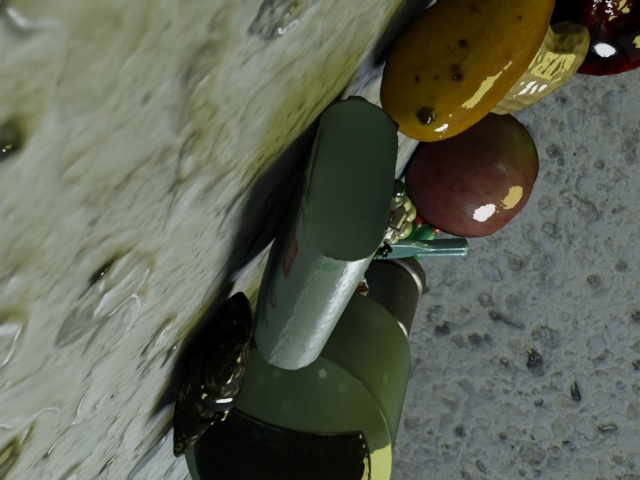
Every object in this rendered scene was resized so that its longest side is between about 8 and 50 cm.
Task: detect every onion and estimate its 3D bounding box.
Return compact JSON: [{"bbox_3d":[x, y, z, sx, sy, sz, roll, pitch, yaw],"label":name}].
[{"bbox_3d":[0.446,-0.386,1.312,0.273,0.273,0.285,-57,176,24],"label":"onion"}]

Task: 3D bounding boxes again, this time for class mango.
[{"bbox_3d":[0.143,-0.189,0.815,0.227,0.109,0.147,-51,-165,-16],"label":"mango"}]

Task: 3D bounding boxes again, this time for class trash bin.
[{"bbox_3d":[-0.013,0.241,1.233,0.280,0.280,0.432,-56,176,17],"label":"trash bin"}]

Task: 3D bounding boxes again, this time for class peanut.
[{"bbox_3d":[0.294,-0.263,1.264,0.232,0.110,0.197,4,148,-32],"label":"peanut"}]

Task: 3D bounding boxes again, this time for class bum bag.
[{"bbox_3d":[-0.120,0.157,0.930,0.248,0.069,0.102,116,-24,-48],"label":"bum bag"}]

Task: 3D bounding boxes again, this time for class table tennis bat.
[{"bbox_3d":[0.178,0.018,1.711,0.153,0.244,0.040,69,19,-78],"label":"table tennis bat"}]

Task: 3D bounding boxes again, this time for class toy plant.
[{"bbox_3d":[0.152,0.080,1.955,0.400,0.185,0.280,-71,178,-47],"label":"toy plant"}]

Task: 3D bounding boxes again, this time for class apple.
[{"bbox_3d":[0.313,-0.139,1.724,0.306,0.235,0.306,-54,174,-8],"label":"apple"}]

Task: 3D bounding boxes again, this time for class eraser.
[{"bbox_3d":[0.000,0.000,0.803,0.227,0.081,0.174,113,-9,-56],"label":"eraser"}]

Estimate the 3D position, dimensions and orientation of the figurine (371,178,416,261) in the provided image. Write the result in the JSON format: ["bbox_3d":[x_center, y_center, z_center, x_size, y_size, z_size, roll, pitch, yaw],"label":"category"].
[{"bbox_3d":[0.093,-0.031,1.357,0.147,0.093,0.197,-68,168,20],"label":"figurine"}]

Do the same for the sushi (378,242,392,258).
[{"bbox_3d":[0.108,-0.022,1.540,0.083,0.084,0.056,-58,173,19],"label":"sushi"}]

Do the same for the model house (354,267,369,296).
[{"bbox_3d":[0.028,0.097,1.572,0.148,0.119,0.149,-1,105,-53],"label":"model house"}]
